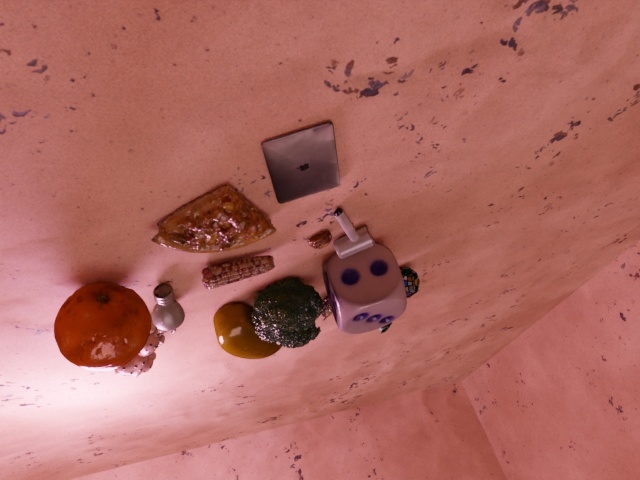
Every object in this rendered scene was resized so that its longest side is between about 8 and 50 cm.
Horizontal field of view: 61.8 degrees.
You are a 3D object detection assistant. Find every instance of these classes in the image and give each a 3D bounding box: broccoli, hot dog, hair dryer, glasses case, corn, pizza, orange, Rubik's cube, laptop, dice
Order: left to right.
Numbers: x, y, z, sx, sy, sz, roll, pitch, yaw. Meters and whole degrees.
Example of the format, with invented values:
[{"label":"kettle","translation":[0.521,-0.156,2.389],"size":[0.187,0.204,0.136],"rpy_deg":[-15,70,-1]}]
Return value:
[{"label":"orange","translation":[-0.626,0.247,1.546],"size":[0.261,0.261,0.261],"rpy_deg":[-15,149,-9]},{"label":"pizza","translation":[-0.288,-0.022,1.496],"size":[0.258,0.087,0.268],"rpy_deg":[-26,152,15]},{"label":"corn","translation":[-0.260,0.094,1.700],"size":[0.237,0.079,0.079],"rpy_deg":[-14,149,-12]},{"label":"glasses case","translation":[-0.278,0.366,2.061],"size":[0.173,0.141,0.371],"rpy_deg":[-28,149,13]},{"label":"broccoli","translation":[-0.121,0.264,1.948],"size":[0.269,0.261,0.241],"rpy_deg":[-16,-172,-2]},{"label":"laptop","translation":[-0.045,-0.199,1.419],"size":[0.188,0.015,0.269],"rpy_deg":[-18,150,-4]},{"label":"hot dog","translation":[0.000,0.000,1.746],"size":[0.083,0.035,0.058],"rpy_deg":[-26,146,9]},{"label":"hair dryer","translation":[0.084,-0.029,1.723],"size":[0.131,0.073,0.236],"rpy_deg":[-24,147,8]},{"label":"dice","translation":[0.154,0.175,1.926],"size":[0.251,0.243,0.259],"rpy_deg":[-17,153,-7]},{"label":"Rubik's cube","translation":[0.334,0.169,2.146],"size":[0.133,0.133,0.112],"rpy_deg":[-24,178,5]}]

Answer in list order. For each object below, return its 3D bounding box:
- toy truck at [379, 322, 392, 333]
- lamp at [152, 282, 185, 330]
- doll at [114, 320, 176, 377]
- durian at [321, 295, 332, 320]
[{"label":"toy truck","translation":[0.229,0.309,2.304],"size":[0.135,0.128,0.260],"rpy_deg":[-46,143,14]},{"label":"lamp","translation":[-0.499,0.218,1.739],"size":[0.106,0.106,0.193],"rpy_deg":[-10,138,-18]},{"label":"doll","translation":[-0.636,0.386,1.919],"size":[0.154,0.119,0.278],"rpy_deg":[17,124,-47]},{"label":"durian","translation":[0.039,0.260,2.153],"size":[0.110,0.071,0.140],"rpy_deg":[12,124,-50]}]
